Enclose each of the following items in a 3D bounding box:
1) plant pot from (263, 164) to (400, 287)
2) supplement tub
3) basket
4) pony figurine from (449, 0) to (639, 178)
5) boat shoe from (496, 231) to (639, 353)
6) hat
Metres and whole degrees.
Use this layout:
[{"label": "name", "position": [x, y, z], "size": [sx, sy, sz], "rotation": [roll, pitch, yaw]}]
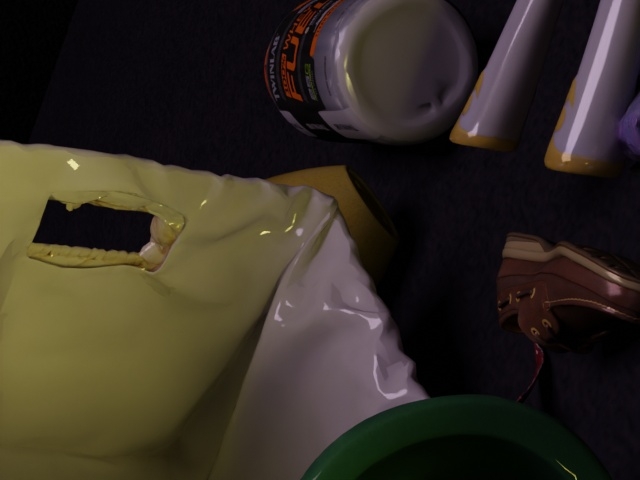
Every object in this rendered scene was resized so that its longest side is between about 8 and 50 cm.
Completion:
[{"label": "plant pot", "position": [0.000, 0.000, 1.283], "size": [0.095, 0.134, 0.134], "rotation": [-35, 29, 11]}, {"label": "supplement tub", "position": [0.030, -0.130, 1.334], "size": [0.117, 0.117, 0.190], "rotation": [-68, 21, -5]}, {"label": "basket", "position": [-0.128, 0.149, 1.057], "size": [0.266, 0.328, 0.331], "rotation": [-59, 39, 34]}, {"label": "pony figurine", "position": [0.180, -0.212, 0.913], "size": [0.351, 0.303, 0.363], "rotation": [-145, 64, -77]}, {"label": "boat shoe", "position": [0.143, 0.035, 0.973], "size": [0.178, 0.064, 0.060], "rotation": [-166, 94, -75]}, {"label": "hat", "position": [0.062, 0.160, 0.942], "size": [0.183, 0.209, 0.173], "rotation": [170, 88, -79]}]
